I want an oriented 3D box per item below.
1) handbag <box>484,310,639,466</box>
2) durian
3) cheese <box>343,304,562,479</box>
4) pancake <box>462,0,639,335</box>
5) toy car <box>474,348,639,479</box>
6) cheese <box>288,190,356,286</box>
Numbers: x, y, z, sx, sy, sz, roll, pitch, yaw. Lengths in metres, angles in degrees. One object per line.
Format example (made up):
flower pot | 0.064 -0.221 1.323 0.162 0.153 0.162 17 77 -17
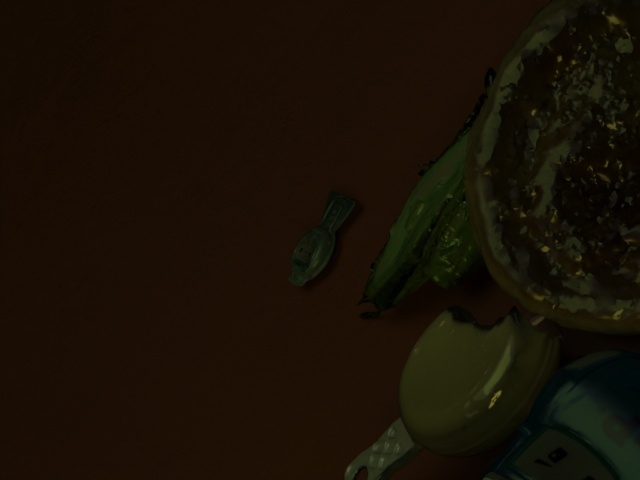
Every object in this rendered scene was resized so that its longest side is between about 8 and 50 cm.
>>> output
handbag | 0.236 0.121 1.727 0.212 0.059 0.157 -42 40 20
durian | 0.137 -0.023 1.902 0.132 0.106 0.375 -98 27 -48
cheese | 0.120 0.167 1.720 0.249 0.071 0.163 -56 32 3
pancake | 0.298 -0.082 1.656 0.356 0.065 0.356 -3 76 13
toy car | 0.209 0.230 1.557 0.198 0.166 0.314 44 102 31
cheese | 0.000 0.000 2.130 0.067 0.026 0.121 25 85 54
